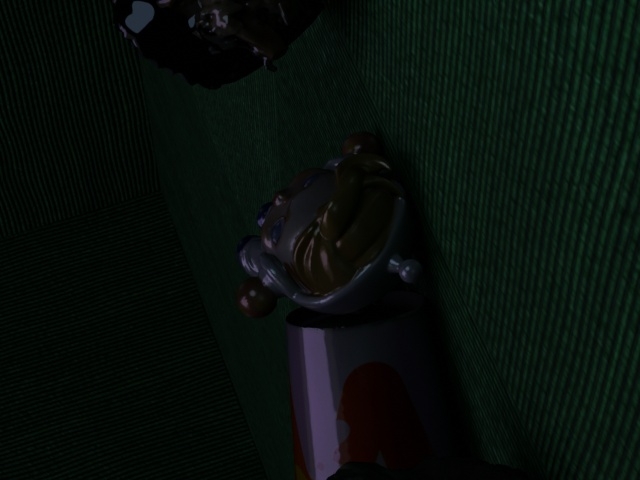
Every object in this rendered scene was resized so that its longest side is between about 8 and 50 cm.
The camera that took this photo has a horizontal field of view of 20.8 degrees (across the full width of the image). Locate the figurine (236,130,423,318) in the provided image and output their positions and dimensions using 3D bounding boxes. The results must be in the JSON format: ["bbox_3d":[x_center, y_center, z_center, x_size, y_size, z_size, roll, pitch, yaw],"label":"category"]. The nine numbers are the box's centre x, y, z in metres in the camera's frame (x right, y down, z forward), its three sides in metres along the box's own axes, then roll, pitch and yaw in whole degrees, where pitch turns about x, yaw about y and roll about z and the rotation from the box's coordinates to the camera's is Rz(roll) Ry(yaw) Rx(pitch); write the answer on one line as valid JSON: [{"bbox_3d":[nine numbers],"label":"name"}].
[{"bbox_3d":[-0.007,0.008,1.615,0.133,0.194,0.274,39,146,-12],"label":"figurine"}]

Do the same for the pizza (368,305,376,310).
[{"bbox_3d":[0.036,0.059,1.742,0.193,0.053,0.201,112,155,-50],"label":"pizza"}]

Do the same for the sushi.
[{"bbox_3d":[-0.078,-0.267,1.540,0.238,0.219,0.225,46,-154,3],"label":"sushi"}]

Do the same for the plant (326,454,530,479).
[{"bbox_3d":[0.094,0.343,1.395,0.215,0.213,0.312,-127,37,-70],"label":"plant"}]

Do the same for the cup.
[{"bbox_3d":[0.051,0.203,1.641,0.203,0.203,0.288,-145,46,-75],"label":"cup"}]
